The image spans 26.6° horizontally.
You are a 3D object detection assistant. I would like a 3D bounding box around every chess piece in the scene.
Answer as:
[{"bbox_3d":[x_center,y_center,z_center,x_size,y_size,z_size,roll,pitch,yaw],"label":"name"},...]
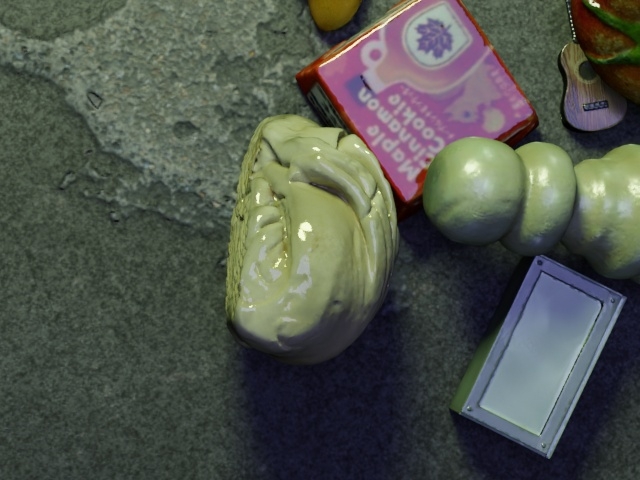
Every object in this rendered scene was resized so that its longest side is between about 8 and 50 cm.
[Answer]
[{"bbox_3d":[0.281,-0.048,1.629,0.330,0.182,0.182,7,88,-18],"label":"chess piece"}]

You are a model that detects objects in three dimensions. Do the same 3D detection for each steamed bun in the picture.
[{"bbox_3d":[-0.001,0.003,1.599,0.203,0.289,0.276,9,103,-9],"label":"steamed bun"}]

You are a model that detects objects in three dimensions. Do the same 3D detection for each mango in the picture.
[{"bbox_3d":[0.007,-0.360,1.712,0.102,0.085,0.184,-16,95,-3],"label":"mango"}]

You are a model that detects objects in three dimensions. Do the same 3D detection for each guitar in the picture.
[{"bbox_3d":[0.332,-0.274,1.748,0.083,0.038,0.271,-11,91,-4],"label":"guitar"}]

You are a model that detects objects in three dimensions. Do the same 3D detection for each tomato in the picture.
[{"bbox_3d":[0.463,-0.302,1.645,0.303,0.303,0.239,34,59,-2],"label":"tomato"}]

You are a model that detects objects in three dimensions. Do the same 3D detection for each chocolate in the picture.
[{"bbox_3d":[0.127,-0.179,1.702,0.234,0.108,0.237,-33,92,-2],"label":"chocolate"}]

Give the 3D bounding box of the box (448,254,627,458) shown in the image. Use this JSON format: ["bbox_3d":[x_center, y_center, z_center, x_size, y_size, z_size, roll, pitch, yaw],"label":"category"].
[{"bbox_3d":[0.274,0.143,1.710,0.129,0.086,0.225,26,86,-2],"label":"box"}]
